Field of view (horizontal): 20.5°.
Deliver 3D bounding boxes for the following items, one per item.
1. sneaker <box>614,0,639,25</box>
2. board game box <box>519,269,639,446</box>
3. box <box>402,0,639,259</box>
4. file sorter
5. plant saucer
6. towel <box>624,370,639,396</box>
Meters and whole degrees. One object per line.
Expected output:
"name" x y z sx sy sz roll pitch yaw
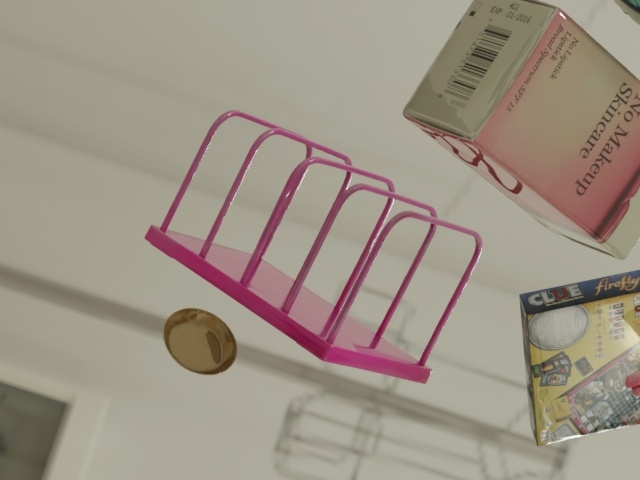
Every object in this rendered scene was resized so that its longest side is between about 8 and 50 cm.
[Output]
"sneaker" 0.349 -0.252 1.654 0.107 0.110 0.275 -43 -148 -4
"board game box" 0.346 0.153 2.279 0.042 0.165 0.243 -104 -177 -49
"box" 0.219 -0.109 1.665 0.148 0.232 0.127 -58 -146 -3
"file sorter" 0.000 0.000 1.944 0.202 0.291 0.182 17 102 -53
"plant saucer" -0.128 0.109 1.857 0.015 0.083 0.083 -54 -164 45
"towel" 0.423 0.111 1.813 0.144 0.197 0.029 -28 101 -57
